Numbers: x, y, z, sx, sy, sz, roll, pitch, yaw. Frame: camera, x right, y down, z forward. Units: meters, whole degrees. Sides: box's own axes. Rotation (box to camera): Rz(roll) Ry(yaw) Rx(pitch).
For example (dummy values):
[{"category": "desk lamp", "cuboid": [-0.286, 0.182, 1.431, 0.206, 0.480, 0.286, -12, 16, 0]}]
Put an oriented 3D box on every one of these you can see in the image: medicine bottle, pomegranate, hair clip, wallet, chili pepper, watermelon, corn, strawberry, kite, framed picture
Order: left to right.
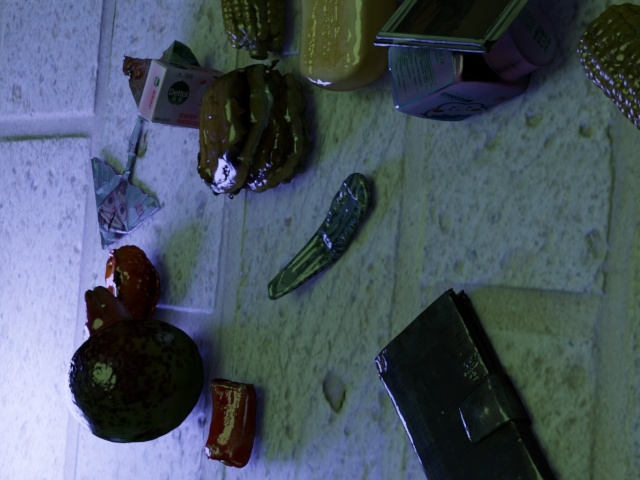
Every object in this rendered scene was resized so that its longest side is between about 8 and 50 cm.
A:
[{"category": "kite", "cuboid": [-0.318, -0.099, 2.414, 0.229, 0.012, 0.250, 29, 108, 45]}, {"category": "pomegranate", "cuboid": [-0.287, 0.174, 2.180, 0.214, 0.214, 0.248, -38, 70, 42]}, {"category": "strawberry", "cuboid": [-0.298, 0.099, 2.324, 0.121, 0.082, 0.188, -146, 57, -69]}, {"category": "watermelon", "cuboid": [-0.247, -0.227, 2.280, 0.158, 0.098, 0.121, -4, 68, 46]}, {"category": "chili pepper", "cuboid": [-0.127, 0.260, 2.091, 0.070, 0.073, 0.123, 36, -119, -86]}, {"category": "corn", "cuboid": [-0.099, -0.412, 2.121, 0.097, 0.097, 0.320, -17, 71, 49]}, {"category": "hair clip", "cuboid": [0.002, 0.000, 1.985, 0.229, 0.036, 0.066, -51, 54, 27]}, {"category": "wallet", "cuboid": [0.172, 0.228, 1.740, 0.169, 0.044, 0.317, -48, 52, 35]}, {"category": "medicine bottle", "cuboid": [0.180, -0.210, 1.723, 0.188, 0.119, 0.094, -21, 70, 48]}, {"category": "framed picture", "cuboid": [0.191, -0.312, 1.691, 0.197, 0.014, 0.252, 14, 61, 51]}, {"category": "corn", "cuboid": [0.386, -0.129, 1.464, 0.363, 0.120, 0.120, 51, 124, 46]}]

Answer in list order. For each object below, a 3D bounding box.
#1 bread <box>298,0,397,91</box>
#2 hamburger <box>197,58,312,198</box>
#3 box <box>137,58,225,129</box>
[{"category": "bread", "cuboid": [0.042, -0.301, 1.922, 0.147, 0.098, 0.217, 3, 90, 50]}, {"category": "hamburger", "cuboid": [-0.112, -0.160, 2.076, 0.206, 0.130, 0.183, -12, 74, 52]}, {"category": "box", "cuboid": [-0.201, -0.214, 2.191, 0.043, 0.125, 0.089, 35, 114, 46]}]
